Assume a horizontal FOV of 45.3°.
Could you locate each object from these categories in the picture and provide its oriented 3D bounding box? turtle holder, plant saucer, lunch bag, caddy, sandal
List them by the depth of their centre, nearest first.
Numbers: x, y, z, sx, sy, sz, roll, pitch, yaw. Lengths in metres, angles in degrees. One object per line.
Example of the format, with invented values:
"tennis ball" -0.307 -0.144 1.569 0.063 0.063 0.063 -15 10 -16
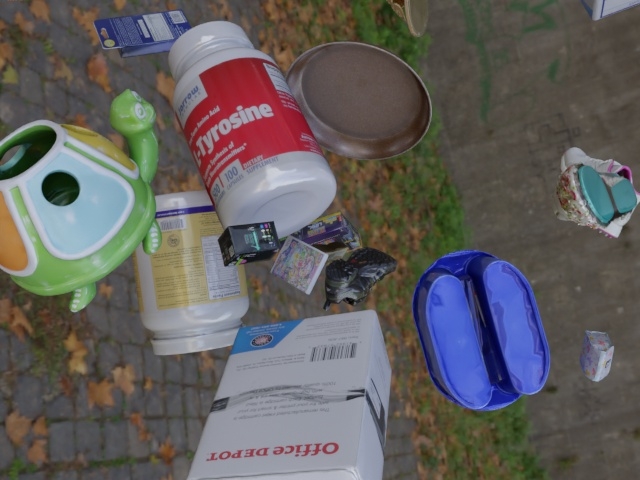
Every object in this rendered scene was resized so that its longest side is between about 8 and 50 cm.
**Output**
"turtle holder" -0.370 -0.073 1.183 0.243 0.320 0.227 57 -7 44
"sandal" 0.150 -0.486 1.451 0.088 0.079 0.240 17 70 -55
"lunch bag" 0.537 0.225 1.488 0.083 0.053 0.071 -62 157 -68
"plant saucer" 0.078 -0.292 1.580 0.310 0.311 0.050 62 36 -43
"caddy" 0.327 0.188 1.587 0.179 0.241 0.341 65 10 -87

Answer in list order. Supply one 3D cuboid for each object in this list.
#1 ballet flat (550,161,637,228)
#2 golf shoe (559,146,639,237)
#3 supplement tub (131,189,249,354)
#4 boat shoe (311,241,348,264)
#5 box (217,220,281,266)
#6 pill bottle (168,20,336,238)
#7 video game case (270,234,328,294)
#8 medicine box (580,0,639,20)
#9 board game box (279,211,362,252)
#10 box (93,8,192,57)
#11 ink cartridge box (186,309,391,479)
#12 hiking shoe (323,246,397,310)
"ballet flat" 0.355 -0.052 1.026 0.241 0.077 0.091 3 73 -53
"golf shoe" 0.652 -0.139 1.770 0.115 0.140 0.306 20 35 -21
"supplement tub" -0.284 0.067 1.672 0.241 0.241 0.331 -7 89 -74
"boat shoe" 0.015 0.034 1.777 0.135 0.050 0.045 -7 118 -50
"box" -0.117 0.005 1.266 0.062 0.083 0.052 -42 -120 57
"pill bottle" -0.148 -0.218 1.483 0.407 0.229 0.229 64 10 24
"video game case" -0.043 0.047 1.532 0.011 0.122 0.087 25 91 -44
"medicine box" 0.424 -0.528 1.126 0.289 0.149 0.263 63 8 -63
"board game box" 0.000 0.000 1.894 0.141 0.170 0.048 41 34 -60
"box" -0.430 -0.506 1.878 0.036 0.225 0.136 99 -29 -45
"ink cartridge box" -0.036 0.319 1.365 0.395 0.285 0.166 -75 152 -57
"hiking shoe" 0.085 0.089 1.768 0.227 0.086 0.114 -14 129 -43
